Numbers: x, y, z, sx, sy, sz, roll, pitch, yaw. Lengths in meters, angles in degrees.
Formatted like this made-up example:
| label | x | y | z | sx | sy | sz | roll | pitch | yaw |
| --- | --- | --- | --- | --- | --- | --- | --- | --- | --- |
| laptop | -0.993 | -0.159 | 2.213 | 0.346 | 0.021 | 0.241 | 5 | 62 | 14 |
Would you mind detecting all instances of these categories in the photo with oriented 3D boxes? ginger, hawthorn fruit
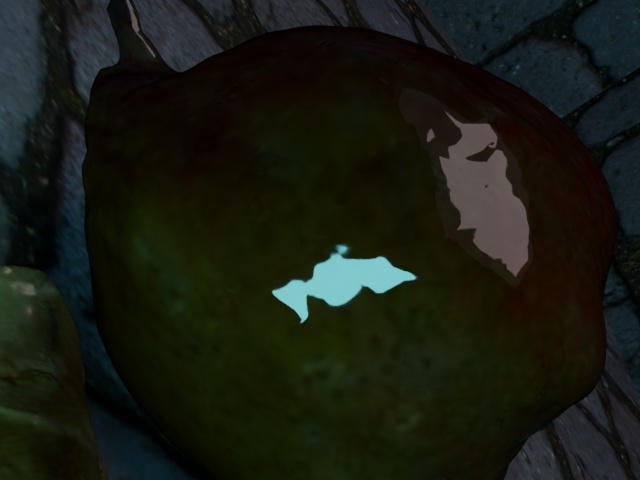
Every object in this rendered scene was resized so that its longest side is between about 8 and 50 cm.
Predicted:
| label | x | y | z | sx | sy | sz | roll | pitch | yaw |
| --- | --- | --- | --- | --- | --- | --- | --- | --- | --- |
| ginger | -0.125 | 0.127 | 0.507 | 0.116 | 0.109 | 0.263 | 13 | 39 | -27 |
| hawthorn fruit | 0.016 | 0.016 | 0.784 | 0.324 | 0.308 | 0.308 | 28 | 32 | -39 |
